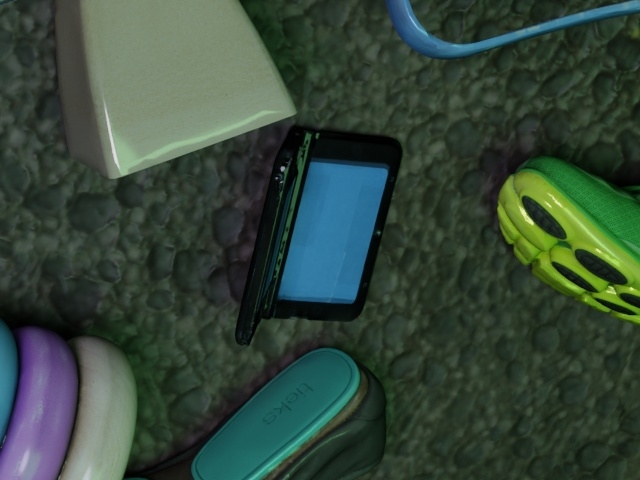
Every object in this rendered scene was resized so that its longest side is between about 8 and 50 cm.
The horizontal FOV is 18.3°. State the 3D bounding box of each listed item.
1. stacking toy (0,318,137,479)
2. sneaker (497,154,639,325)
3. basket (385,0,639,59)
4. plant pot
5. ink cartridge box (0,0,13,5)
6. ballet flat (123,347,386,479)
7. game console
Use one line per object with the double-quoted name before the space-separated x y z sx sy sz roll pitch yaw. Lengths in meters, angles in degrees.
"stacking toy" -0.269 0.071 1.058 0.330 0.141 0.141 22 101 -26
"sneaker" 0.238 -0.003 1.278 0.296 0.109 0.123 19 79 -27
"basket" 0.132 -0.253 1.038 0.255 0.201 0.288 -11 84 -21
"plant pot" -0.091 -0.102 1.082 0.109 0.109 0.096 -21 105 -15
"ink cartridge box" -0.121 -0.229 1.037 0.333 0.065 0.165 -23 117 -15
"ballet flat" -0.073 0.175 1.208 0.280 0.095 0.096 -30 131 -10
"game console" 0.000 0.000 1.180 0.071 0.107 0.122 14 106 2
